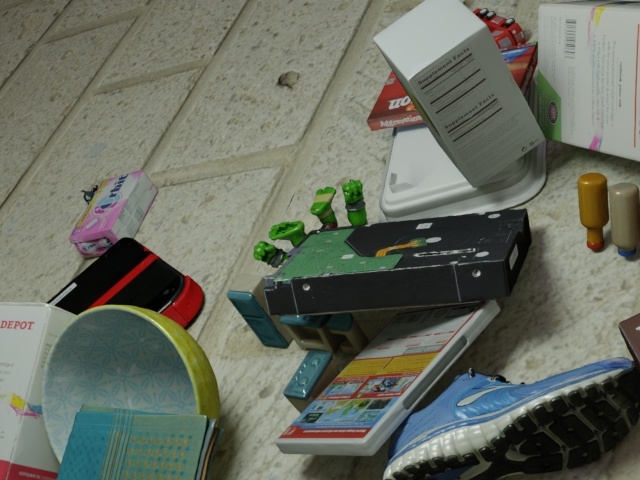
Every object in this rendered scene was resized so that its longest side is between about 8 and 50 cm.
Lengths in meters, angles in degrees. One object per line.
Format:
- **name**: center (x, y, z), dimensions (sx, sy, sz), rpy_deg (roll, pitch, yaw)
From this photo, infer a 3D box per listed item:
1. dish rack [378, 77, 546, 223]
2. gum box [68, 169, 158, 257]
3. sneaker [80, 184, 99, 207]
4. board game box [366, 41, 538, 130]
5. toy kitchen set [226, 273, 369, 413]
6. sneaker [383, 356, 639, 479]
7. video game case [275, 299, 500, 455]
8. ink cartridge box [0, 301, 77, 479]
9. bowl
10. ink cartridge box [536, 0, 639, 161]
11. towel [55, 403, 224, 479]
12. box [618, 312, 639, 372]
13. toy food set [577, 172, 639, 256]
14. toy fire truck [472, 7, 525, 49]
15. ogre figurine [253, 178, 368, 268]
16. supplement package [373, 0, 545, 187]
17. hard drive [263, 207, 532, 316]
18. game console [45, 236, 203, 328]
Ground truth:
- **dish rack**: center (0.227, -0.162, 1.855), dimensions (0.285, 0.072, 0.333), rpy_deg (-16, 36, 25)
- **gum box**: center (-0.411, -0.049, 2.237), dimensions (0.107, 0.062, 0.188), rpy_deg (-11, 39, 29)
- **sneaker**: center (-0.473, -0.074, 2.315), dimensions (0.038, 0.069, 0.098), rpy_deg (-15, 37, 26)
- **board game box**: center (0.222, -0.258, 1.895), dimensions (0.281, 0.027, 0.145), rpy_deg (-7, 42, 34)
- **toy kitchen set**: center (-0.059, 0.153, 1.636), dimensions (0.207, 0.122, 0.166), rpy_deg (2, 47, 41)
- **sneaker**: center (0.220, 0.200, 1.342), dimensions (0.330, 0.130, 0.147), rpy_deg (-22, 37, 16)
- **video game case**: center (0.088, 0.178, 1.481), dimensions (0.285, 0.025, 0.204), rpy_deg (-43, 16, -32)
- **ink cartridge box**: center (-0.477, 0.259, 1.740), dimensions (0.226, 0.131, 0.306), rpy_deg (0, 69, 39)
- **bowl**: center (-0.246, 0.230, 1.633), dimensions (0.289, 0.289, 0.156), rpy_deg (-9, -3, 31)
- **ink cartridge box**: center (0.447, -0.225, 1.565), dimensions (0.119, 0.207, 0.353), rpy_deg (-8, 16, -21)
- **towel**: center (-0.267, 0.400, 1.448), dimensions (0.271, 0.040, 0.370), rpy_deg (-1, 70, 39)
- **box**: center (0.434, 0.164, 1.144), dimensions (0.168, 0.203, 0.167), rpy_deg (-27, 34, 10)
- **toy food set**: center (0.467, -0.037, 1.501), dimensions (0.232, 0.104, 0.111), rpy_deg (-6, 24, 7)
- **toy fire truck**: center (0.277, -0.372, 2.100), dimensions (0.135, 0.047, 0.192), rpy_deg (-38, 35, -7)
- **ogre figurine**: center (0.000, 0.000, 1.788), dimensions (0.197, 0.118, 0.097), rpy_deg (-44, 31, -19)
- **supplement package**: center (0.205, -0.222, 1.653), dimensions (0.134, 0.244, 0.139), rpy_deg (-35, 41, 4)
- **hard drive**: center (0.114, 0.031, 1.586), dimensions (0.339, 0.064, 0.237), rpy_deg (-5, 16, 19)
- **game console**: center (-0.409, 0.167, 1.979), dimensions (0.386, 0.060, 0.342), rpy_deg (-42, 31, -14)
